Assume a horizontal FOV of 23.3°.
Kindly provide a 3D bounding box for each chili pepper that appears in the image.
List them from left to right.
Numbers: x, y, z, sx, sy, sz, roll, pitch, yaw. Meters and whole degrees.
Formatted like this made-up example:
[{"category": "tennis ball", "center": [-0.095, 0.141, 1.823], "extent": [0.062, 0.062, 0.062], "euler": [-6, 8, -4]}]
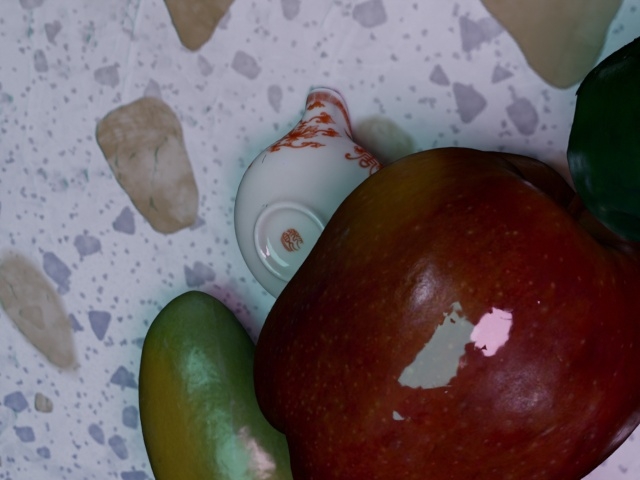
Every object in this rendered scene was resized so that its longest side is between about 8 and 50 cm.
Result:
[{"category": "chili pepper", "center": [0.307, -0.067, 1.056], "extent": [0.248, 0.256, 0.233], "euler": [36, 84, -3]}]

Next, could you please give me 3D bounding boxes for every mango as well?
[{"category": "mango", "center": [-0.094, 0.172, 1.429], "extent": [0.156, 0.114, 0.251], "euler": [-23, 95, 37]}]

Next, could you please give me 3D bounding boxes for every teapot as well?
[{"category": "teapot", "center": [0.000, 0.000, 1.346], "extent": [0.159, 0.116, 0.246], "euler": [3, 113, 14]}]

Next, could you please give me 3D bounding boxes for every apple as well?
[{"category": "apple", "center": [0.111, 0.077, 1.187], "extent": [0.288, 0.288, 0.317], "euler": [44, 100, 8]}]
